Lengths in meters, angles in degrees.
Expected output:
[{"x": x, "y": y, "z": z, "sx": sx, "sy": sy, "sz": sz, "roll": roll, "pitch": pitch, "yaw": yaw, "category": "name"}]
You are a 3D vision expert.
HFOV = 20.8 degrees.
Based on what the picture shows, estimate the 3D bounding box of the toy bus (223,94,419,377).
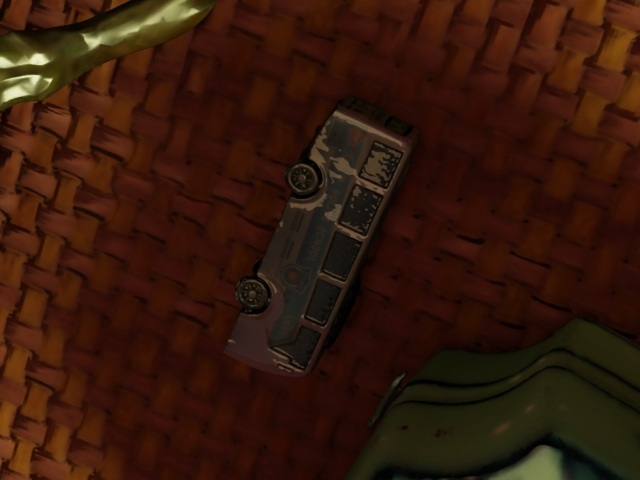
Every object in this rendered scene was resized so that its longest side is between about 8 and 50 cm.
[{"x": 0.000, "y": 0.000, "z": 0.788, "sx": 0.052, "sy": 0.037, "sz": 0.131, "roll": 24, "pitch": 109, "yaw": 2, "category": "toy bus"}]

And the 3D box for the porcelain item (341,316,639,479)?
[{"x": 0.112, "y": 0.201, "z": 0.753, "sx": 0.286, "sy": 0.157, "sz": 0.281, "roll": 32, "pitch": 112, "yaw": 5, "category": "porcelain item"}]

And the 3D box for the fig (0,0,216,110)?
[{"x": -0.220, "y": -0.059, "z": 0.732, "sx": 0.368, "sy": 0.286, "sz": 0.286, "roll": -20, "pitch": 100, "yaw": -5, "category": "fig"}]
